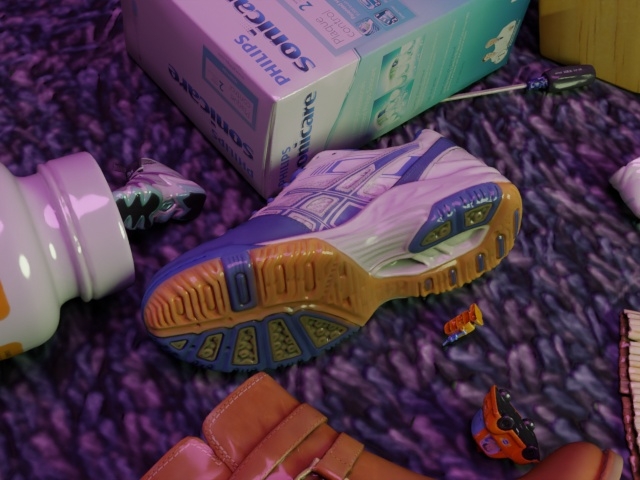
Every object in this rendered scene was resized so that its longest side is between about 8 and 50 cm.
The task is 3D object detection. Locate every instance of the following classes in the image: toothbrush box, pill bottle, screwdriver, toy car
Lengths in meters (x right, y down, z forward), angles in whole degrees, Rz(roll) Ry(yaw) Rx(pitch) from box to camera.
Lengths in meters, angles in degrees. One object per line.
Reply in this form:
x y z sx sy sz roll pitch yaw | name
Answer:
0.006 -0.202 0.783 0.295 0.126 0.216 -31 64 -24 | toothbrush box
-0.256 0.024 0.586 0.246 0.136 0.136 -20 62 -21 | pill bottle
0.179 -0.139 0.837 0.170 0.024 0.025 -16 89 -11 | screwdriver
0.123 0.111 0.661 0.040 0.060 0.122 -34 37 20 | toy car

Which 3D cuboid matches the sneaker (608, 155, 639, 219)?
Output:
0.329 -0.054 0.787 0.152 0.053 0.061 -19 71 -13 | sneaker

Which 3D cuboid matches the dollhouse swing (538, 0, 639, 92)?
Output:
0.396 -0.336 0.850 0.305 0.315 0.347 11 53 23 | dollhouse swing

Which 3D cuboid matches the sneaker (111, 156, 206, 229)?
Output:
-0.143 -0.041 0.695 0.069 0.038 0.098 38 21 26 | sneaker

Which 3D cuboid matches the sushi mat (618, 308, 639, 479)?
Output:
0.384 0.138 0.683 0.317 0.019 0.151 8 57 -4 | sushi mat

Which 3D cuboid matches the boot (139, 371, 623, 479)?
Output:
0.035 0.166 0.572 0.283 0.109 0.220 -38 65 -20 | boot

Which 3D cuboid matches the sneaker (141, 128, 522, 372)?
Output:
0.000 0.000 0.679 0.296 0.112 0.131 -17 44 -21 | sneaker
